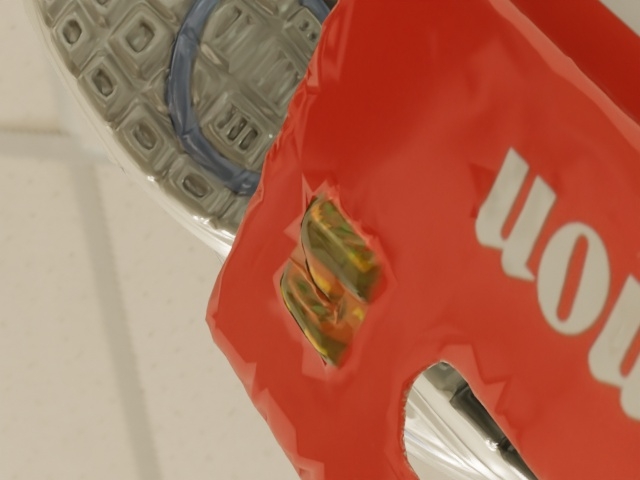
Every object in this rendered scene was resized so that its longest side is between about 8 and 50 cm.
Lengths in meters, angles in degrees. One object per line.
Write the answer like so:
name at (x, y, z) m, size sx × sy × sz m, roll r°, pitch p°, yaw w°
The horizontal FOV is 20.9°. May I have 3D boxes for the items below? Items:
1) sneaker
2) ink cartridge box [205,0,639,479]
sneaker at (0.000, 0.000, 0.621) m, size 0.297 × 0.111 × 0.129 m, roll 47°, pitch -26°, yaw -1°
ink cartridge box at (0.059, -0.059, 0.270) m, size 0.308 × 0.091 × 0.385 m, roll 54°, pitch -50°, yaw 47°
